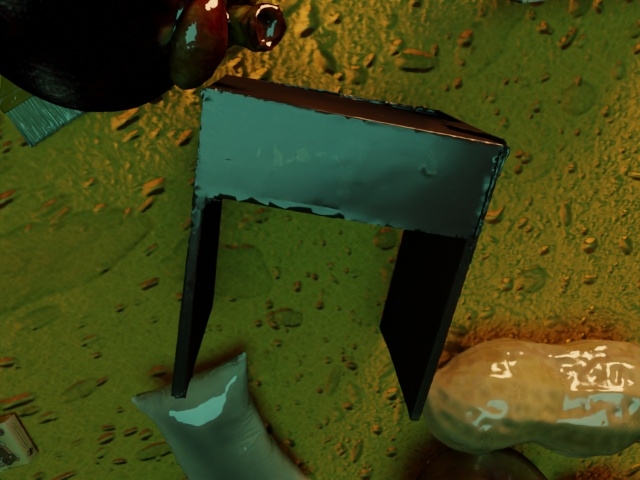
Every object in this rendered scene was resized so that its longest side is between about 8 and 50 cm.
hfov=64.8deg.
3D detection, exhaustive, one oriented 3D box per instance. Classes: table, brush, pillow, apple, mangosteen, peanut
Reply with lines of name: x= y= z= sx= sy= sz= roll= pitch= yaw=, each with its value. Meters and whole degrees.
table: x=0.000 y=0.000 z=0.515 sx=0.250 sy=0.196 sz=0.282 roll=7 pitch=111 yaw=-8
brush: x=-0.326 y=-0.203 z=0.508 sx=0.083 sy=0.011 sz=0.205 roll=-29 pitch=108 yaw=6
pillow: x=-0.114 y=0.263 z=0.651 sx=0.144 sy=0.078 sz=0.254 roll=-23 pitch=112 yaw=0
apple: x=0.212 y=0.377 z=0.653 sx=0.211 sy=0.211 sz=0.188 roll=11 pitch=110 yaw=-9
mangosteen: x=-0.155 y=-0.206 z=0.404 sx=0.265 sy=0.228 sz=0.228 roll=18 pitch=107 yaw=-2
peanut: x=0.279 y=0.194 z=0.630 sx=0.313 sy=0.149 sz=0.149 roll=2 pitch=109 yaw=-6

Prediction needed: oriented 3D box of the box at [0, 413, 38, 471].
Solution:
box: x=-0.456 y=0.278 z=0.656 sx=0.149 sy=0.020 sz=0.073 roll=-17 pitch=109 yaw=1

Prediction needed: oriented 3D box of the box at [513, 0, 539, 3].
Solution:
box: x=0.284 y=-0.311 z=0.473 sx=0.225 sy=0.086 sz=0.130 roll=-8 pitch=121 yaw=-2
